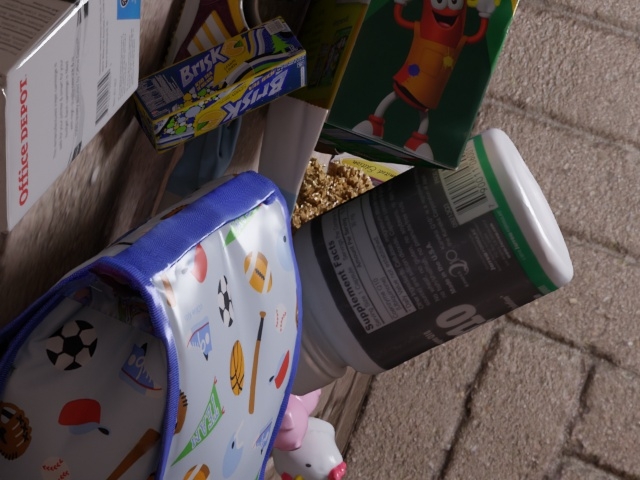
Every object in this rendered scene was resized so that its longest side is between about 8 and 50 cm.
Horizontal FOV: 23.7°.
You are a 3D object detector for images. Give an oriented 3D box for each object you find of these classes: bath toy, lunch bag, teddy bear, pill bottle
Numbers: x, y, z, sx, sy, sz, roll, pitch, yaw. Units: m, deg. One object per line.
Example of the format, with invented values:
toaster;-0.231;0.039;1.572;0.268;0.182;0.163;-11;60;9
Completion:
bath toy;-0.053;0.225;2.124;0.151;0.129;0.348;-35;128;-18
lunch bag;-0.168;0.138;1.437;0.328;0.239;0.385;-41;152;-63
teddy bear;0.000;0.000;2.082;0.338;0.113;0.245;-68;149;-57
pill bottle;0.095;0.033;1.800;0.361;0.204;0.204;-27;178;14

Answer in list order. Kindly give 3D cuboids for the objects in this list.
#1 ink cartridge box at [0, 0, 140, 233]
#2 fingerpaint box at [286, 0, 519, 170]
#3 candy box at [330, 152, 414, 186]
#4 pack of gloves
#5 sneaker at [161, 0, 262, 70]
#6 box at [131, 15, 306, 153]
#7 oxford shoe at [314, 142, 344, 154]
ink cartridge box;-0.214;-0.128;1.123;0.203;0.086;0.148;-57;163;-45
fingerpaint box;0.102;-0.281;1.767;0.445;0.163;0.371;-160;-90;-79
candy box;0.133;-0.197;2.457;0.071;0.159;0.233;51;60;-75
pack of gloves;-0.086;-0.048;1.614;0.046;0.195;0.232;15;96;-48
sneaker;-0.103;-0.194;1.534;0.069;0.084;0.185;-43;151;-66
box;-0.098;-0.152;1.487;0.169;0.054;0.059;-26;154;-14
oxford shoe;0.020;-0.205;2.076;0.227;0.096;0.083;93;22;-53
